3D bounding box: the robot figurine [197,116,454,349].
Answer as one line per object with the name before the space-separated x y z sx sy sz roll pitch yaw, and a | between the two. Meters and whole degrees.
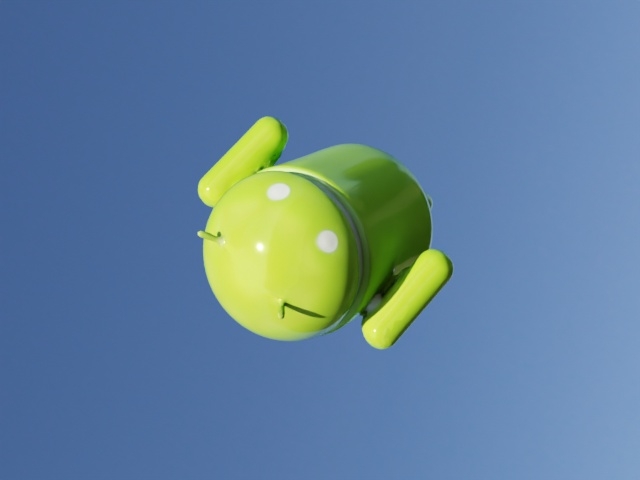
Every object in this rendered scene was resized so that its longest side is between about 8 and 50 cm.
robot figurine | 0.000 0.000 0.556 0.115 0.101 0.067 -24 -29 -56
